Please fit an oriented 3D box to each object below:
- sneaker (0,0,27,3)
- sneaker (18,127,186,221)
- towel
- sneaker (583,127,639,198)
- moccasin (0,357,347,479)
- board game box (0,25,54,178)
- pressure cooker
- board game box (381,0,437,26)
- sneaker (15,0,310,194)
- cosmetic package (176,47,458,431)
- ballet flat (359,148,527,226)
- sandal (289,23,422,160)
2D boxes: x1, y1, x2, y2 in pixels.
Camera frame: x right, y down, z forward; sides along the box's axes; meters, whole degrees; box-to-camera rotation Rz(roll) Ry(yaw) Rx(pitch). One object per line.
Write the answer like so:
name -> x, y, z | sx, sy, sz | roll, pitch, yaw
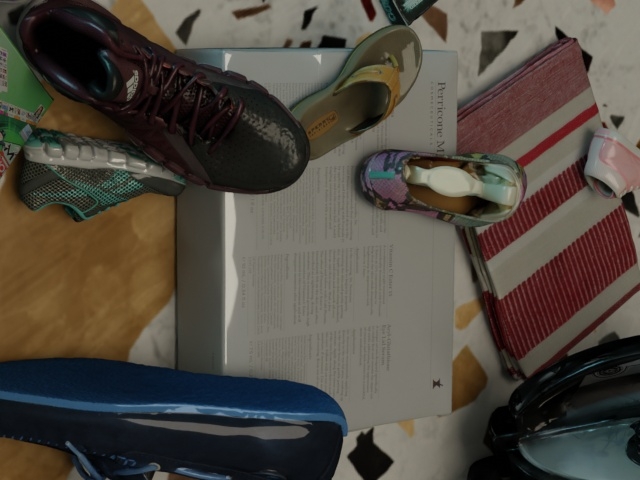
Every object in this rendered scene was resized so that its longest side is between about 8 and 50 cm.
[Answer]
sneaker -> -0.240, -0.298, 1.305 | 0.282, 0.102, 0.161 | -40, 146, -39
sneaker -> -0.201, -0.051, 1.383 | 0.166, 0.065, 0.076 | 10, 107, -34
towel -> 0.251, -0.033, 1.729 | 0.237, 0.037, 0.329 | -34, 117, -31
sneaker -> 0.349, -0.071, 1.751 | 0.134, 0.051, 0.070 | 28, 80, -36
moccasin -> -0.148, 0.180, 1.339 | 0.342, 0.138, 0.117 | 8, 104, -4
board game box -> -0.319, -0.090, 1.161 | 0.213, 0.046, 0.317 | -59, 166, -12
pressure cooker -> 0.393, 0.294, 1.666 | 0.370, 0.375, 0.420 | -26, 111, -28
board game box -> 0.117, -0.324, 1.594 | 0.186, 0.026, 0.126 | -42, 119, -25
sneaker -> -0.137, -0.113, 1.288 | 0.281, 0.162, 0.106 | 27, 97, -7
cosmetic package -> 0.000, 0.000, 1.507 | 0.284, 0.097, 0.377 | -4, 98, -34
ballet flat -> 0.140, -0.052, 1.499 | 0.221, 0.079, 0.077 | 5, 92, -38
sandal -> 0.039, -0.134, 1.431 | 0.180, 0.049, 0.072 | -41, 117, -26
